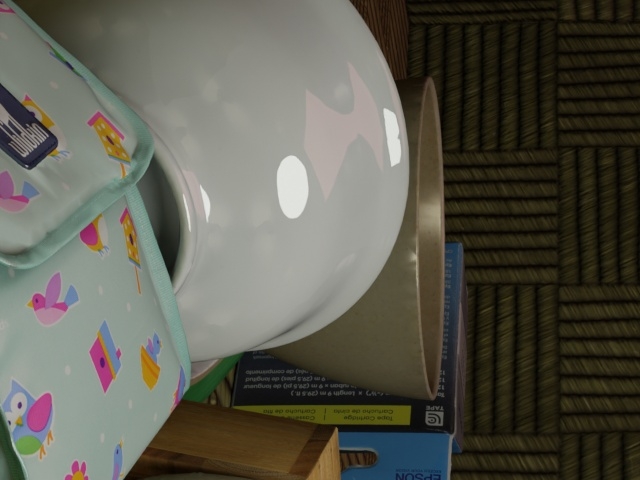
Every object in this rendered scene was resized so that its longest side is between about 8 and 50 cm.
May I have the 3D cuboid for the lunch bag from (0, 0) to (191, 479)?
[{"bbox_3d":[-0.180,0.012,0.915,0.223,0.160,0.262,-53,135,-64],"label":"lunch bag"}]

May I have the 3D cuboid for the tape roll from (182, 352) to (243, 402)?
[{"bbox_3d":[-0.077,-0.009,1.396,0.321,0.077,0.321,-56,168,-19],"label":"tape roll"}]

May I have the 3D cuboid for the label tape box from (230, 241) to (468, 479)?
[{"bbox_3d":[0.036,0.163,2.060,0.115,0.249,0.347,79,13,-49],"label":"label tape box"}]

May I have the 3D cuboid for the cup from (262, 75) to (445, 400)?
[{"bbox_3d":[0.000,0.000,1.876,0.331,0.237,0.331,-1,90,-82],"label":"cup"}]

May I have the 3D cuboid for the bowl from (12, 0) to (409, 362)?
[{"bbox_3d":[-0.108,-0.040,1.074,0.134,0.298,0.297,-45,136,-56],"label":"bowl"}]

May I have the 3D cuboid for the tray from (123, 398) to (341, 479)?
[{"bbox_3d":[-0.084,0.302,1.316,0.076,0.203,0.410,-55,148,-54],"label":"tray"}]

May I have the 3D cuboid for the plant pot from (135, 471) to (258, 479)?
[{"bbox_3d":[-0.086,0.368,1.121,0.305,0.334,0.333,-60,150,-54],"label":"plant pot"}]
